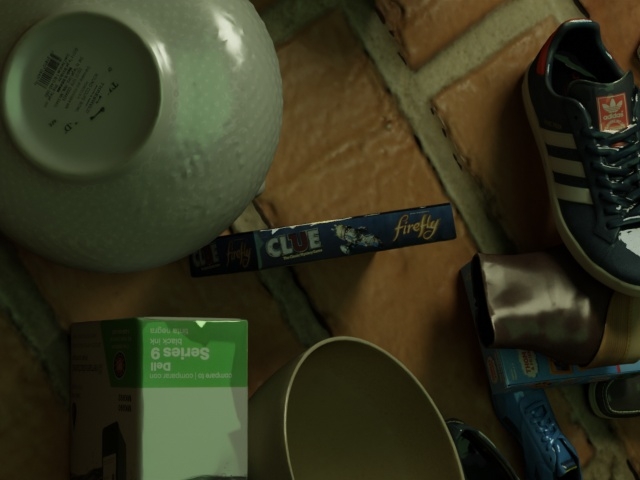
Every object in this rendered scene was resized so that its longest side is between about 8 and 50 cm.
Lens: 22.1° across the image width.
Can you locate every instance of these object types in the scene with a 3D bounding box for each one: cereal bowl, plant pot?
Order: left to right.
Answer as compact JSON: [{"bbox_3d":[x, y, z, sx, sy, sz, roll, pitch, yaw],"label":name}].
[{"bbox_3d":[-0.211,-0.133,1.581,0.338,0.141,0.339,0,91,8],"label":"cereal bowl"},{"bbox_3d":[-0.006,0.266,1.709,0.284,0.191,0.284,30,46,-37],"label":"plant pot"}]

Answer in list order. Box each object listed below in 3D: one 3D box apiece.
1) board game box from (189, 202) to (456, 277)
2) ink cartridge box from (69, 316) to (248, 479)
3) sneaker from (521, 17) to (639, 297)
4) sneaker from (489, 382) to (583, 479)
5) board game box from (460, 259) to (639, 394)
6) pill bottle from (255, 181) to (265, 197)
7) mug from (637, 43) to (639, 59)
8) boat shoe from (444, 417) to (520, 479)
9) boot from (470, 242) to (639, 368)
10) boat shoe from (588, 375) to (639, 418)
[{"bbox_3d":[0.000,0.000,1.770,0.243,0.165,0.042,-9,90,-30],"label":"board game box"},{"bbox_3d":[-0.164,0.223,1.633,0.121,0.211,0.289,2,84,-27],"label":"ink cartridge box"},{"bbox_3d":[0.329,-0.105,1.891,0.131,0.148,0.350,-12,61,-17],"label":"sneaker"},{"bbox_3d":[0.268,0.233,1.948,0.069,0.082,0.209,-23,96,-26],"label":"sneaker"},{"bbox_3d":[0.282,0.095,1.967,0.211,0.039,0.160,-3,70,-30],"label":"board game box"},{"bbox_3d":[-0.143,-0.167,1.715,0.146,0.146,0.264,-7,89,-29],"label":"pill bottle"},{"bbox_3d":[0.443,-0.257,2.107,0.062,0.078,0.064,17,65,6],"label":"mug"},{"bbox_3d":[0.210,0.311,1.909,0.095,0.079,0.255,-37,104,-26],"label":"boat shoe"},{"bbox_3d":[0.276,0.027,1.917,0.206,0.090,0.249,10,60,-20],"label":"boot"},{"bbox_3d":[0.437,0.172,2.050,0.223,0.073,0.080,-10,91,-29],"label":"boat shoe"}]
